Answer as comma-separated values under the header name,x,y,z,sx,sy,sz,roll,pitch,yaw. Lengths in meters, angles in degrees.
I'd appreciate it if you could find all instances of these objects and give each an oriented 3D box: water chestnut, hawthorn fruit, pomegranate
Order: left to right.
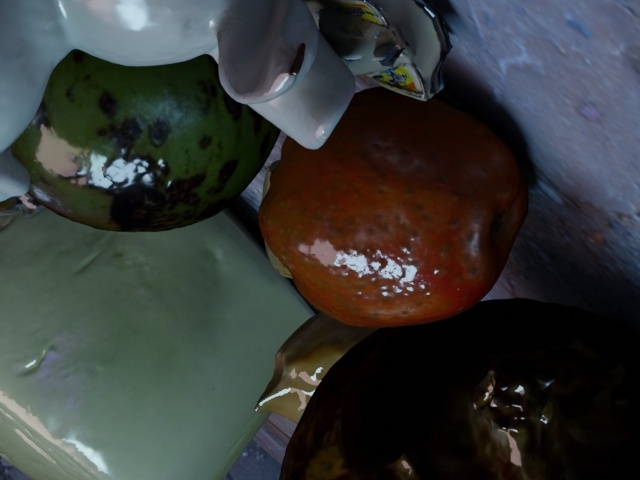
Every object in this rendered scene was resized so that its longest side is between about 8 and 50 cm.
name,x,y,z,sx,sy,sz,roll,pitch,yaw
pomegranate,-0.135,-0.159,1.230,0.242,0.306,0.242,6,-169,-1
hawthorn fruit,0.054,-0.024,1.136,0.189,0.189,0.189,40,165,13
water chestnut,0.133,0.186,1.159,0.350,0.350,0.302,37,147,21

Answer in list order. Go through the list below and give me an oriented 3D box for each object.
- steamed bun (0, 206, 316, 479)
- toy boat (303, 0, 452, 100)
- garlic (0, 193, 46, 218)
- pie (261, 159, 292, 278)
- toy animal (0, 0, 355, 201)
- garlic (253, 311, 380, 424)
name,x,y,z,sx,sy,sz,roll,pitch,yaw
steamed bun,-0.250,0.074,1.787,0.456,0.371,0.290,38,163,7
toy boat,0.017,-0.142,1.091,0.084,0.066,0.210,52,164,-25
garlic,-0.343,-0.172,1.530,0.322,0.322,0.241,40,-169,11
pie,0.000,0.000,1.513,0.128,0.068,0.282,29,163,9
toy animal,-0.147,-0.150,0.993,0.183,0.310,0.247,116,138,-71
garlic,0.103,0.183,1.529,0.338,0.196,0.151,46,-179,-19
